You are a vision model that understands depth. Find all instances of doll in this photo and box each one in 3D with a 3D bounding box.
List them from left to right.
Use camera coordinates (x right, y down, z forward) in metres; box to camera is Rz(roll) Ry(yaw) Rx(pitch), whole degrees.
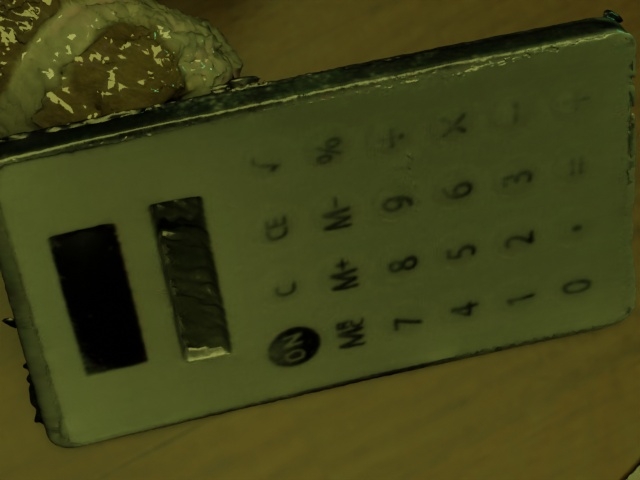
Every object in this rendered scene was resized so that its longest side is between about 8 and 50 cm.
[{"bbox_3d":[-0.124,-0.106,0.682,0.115,0.105,0.221,-35,96,18],"label":"doll"}]

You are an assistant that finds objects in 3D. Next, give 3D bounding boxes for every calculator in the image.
[{"bbox_3d":[0.000,0.000,0.677,0.262,0.161,0.021,-13,41,-6],"label":"calculator"}]

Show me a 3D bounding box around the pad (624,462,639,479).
[{"bbox_3d":[0.252,0.194,0.739,0.300,0.005,0.202,43,82,0],"label":"pad"}]
